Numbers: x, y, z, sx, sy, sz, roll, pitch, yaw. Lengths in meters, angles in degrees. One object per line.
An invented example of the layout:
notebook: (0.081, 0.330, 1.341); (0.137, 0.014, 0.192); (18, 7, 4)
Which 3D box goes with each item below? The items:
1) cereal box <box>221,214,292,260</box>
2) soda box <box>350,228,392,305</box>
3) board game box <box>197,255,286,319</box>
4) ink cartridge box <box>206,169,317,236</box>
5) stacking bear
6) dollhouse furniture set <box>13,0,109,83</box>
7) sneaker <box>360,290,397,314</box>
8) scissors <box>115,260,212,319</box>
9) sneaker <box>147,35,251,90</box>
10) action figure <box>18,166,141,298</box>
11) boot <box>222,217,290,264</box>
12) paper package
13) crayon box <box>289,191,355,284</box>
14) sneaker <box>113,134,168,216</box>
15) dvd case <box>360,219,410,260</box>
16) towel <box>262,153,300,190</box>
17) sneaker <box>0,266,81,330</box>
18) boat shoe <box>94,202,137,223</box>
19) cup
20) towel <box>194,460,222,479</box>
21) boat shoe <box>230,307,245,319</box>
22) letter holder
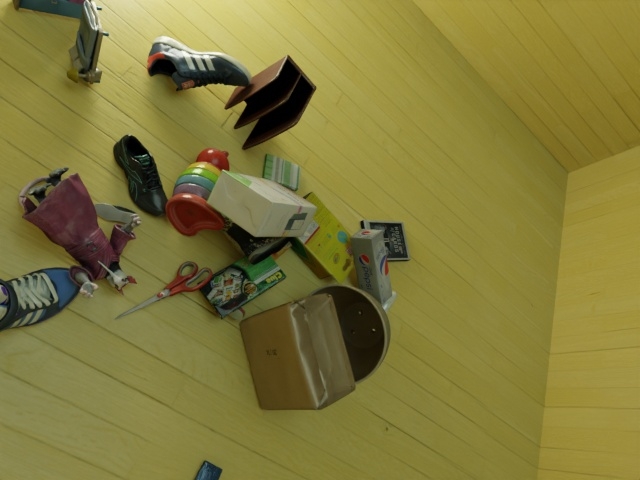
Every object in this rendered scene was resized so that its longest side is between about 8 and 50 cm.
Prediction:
cereal box: (-0.231, -0.027, 1.608); (0.173, 0.047, 0.240); (-43, 102, -35)
soda box: (0.198, 0.102, 1.773); (0.091, 0.098, 0.285); (-34, 119, -46)
board game box: (-0.249, 0.131, 1.486); (0.260, 0.030, 0.136); (-31, 74, -33)
ink cartridge box: (-0.155, -0.108, 1.456); (0.207, 0.119, 0.354); (33, 14, 21)
stacking bear: (-0.375, -0.181, 1.493); (0.164, 0.176, 0.288); (56, 33, -41)
dollhouse furniture set: (-0.731, -0.650, 1.311); (0.198, 0.286, 0.303); (-7, 67, -38)
sneaker: (0.237, 0.286, 1.835); (0.212, 0.080, 0.094); (-37, 109, -32)
scissors: (-0.452, 0.160, 1.367); (0.109, 0.021, 0.297); (32, 50, 19)
sneaker: (-0.417, -0.564, 1.575); (0.351, 0.131, 0.147); (15, 69, 0)
action figure: (-0.639, 0.009, 1.230); (0.248, 0.276, 0.369); (-54, 130, -43)
boot: (-0.203, -0.034, 1.535); (0.179, 0.085, 0.236); (44, 39, 9)
paper package: (-0.078, 0.347, 1.412); (0.168, 0.325, 0.309); (-8, 78, -38)
crayon box: (0.000, 0.000, 1.748); (0.318, 0.081, 0.202); (48, 53, -12)
sneaker: (-0.542, -0.197, 1.408); (0.101, 0.106, 0.267); (-34, 97, -40)
dvd case: (0.281, 0.003, 1.985); (0.239, 0.030, 0.179); (0, 75, -36)
towel: (-0.149, -0.260, 1.773); (0.152, 0.023, 0.113); (18, 62, -28)
sneaker: (-0.709, 0.136, 1.082); (0.323, 0.236, 0.130); (-25, 90, -39)
boat shoe: (-0.602, -0.083, 1.366); (0.125, 0.038, 0.046); (15, 108, -26)
cup: (0.108, 0.307, 1.601); (0.237, 0.332, 0.330); (2, 71, -63)
towel: (-0.327, 0.690, 1.300); (0.067, 0.029, 0.119); (38, 55, -21)
boat shoe: (-0.299, 0.202, 1.483); (0.137, 0.049, 0.043); (39, 17, -3)
letter holder: (-0.198, -0.465, 1.611); (0.152, 0.302, 0.214); (42, 54, -32)
